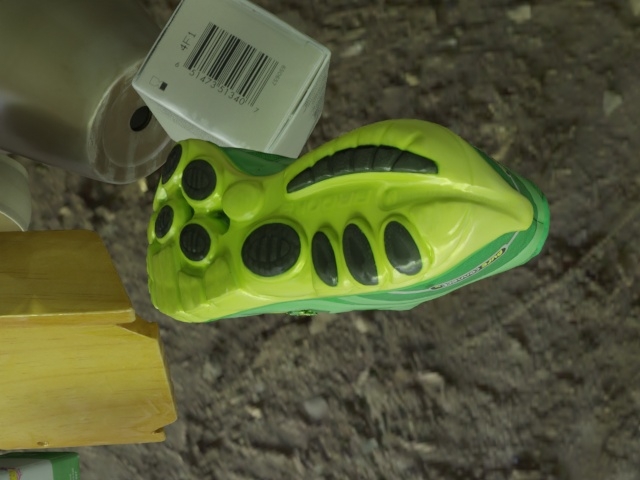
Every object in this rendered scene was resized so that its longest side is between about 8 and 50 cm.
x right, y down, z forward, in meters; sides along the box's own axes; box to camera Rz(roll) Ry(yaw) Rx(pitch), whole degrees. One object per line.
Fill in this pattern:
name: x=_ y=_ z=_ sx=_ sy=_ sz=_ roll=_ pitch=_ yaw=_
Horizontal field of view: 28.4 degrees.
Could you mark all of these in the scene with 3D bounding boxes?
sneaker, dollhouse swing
sneaker: x=0.000 y=0.000 z=0.698 sx=0.295 sy=0.123 sz=0.109 roll=1 pitch=80 yaw=51
dollhouse swing: x=-0.346 y=0.054 z=1.594 sx=0.315 sy=0.347 sz=0.305 roll=-3 pitch=56 yaw=-1

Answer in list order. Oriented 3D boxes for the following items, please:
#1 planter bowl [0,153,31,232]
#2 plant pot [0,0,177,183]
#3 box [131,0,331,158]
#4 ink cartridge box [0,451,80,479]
planter bowl: x=-0.538 y=-0.078 z=2.047 sx=0.162 sy=0.162 sz=0.109 roll=8 pitch=65 yaw=15
plant pot: x=-0.327 y=-0.219 z=1.684 sx=0.280 sy=0.323 sz=0.323 roll=35 pitch=69 yaw=29
box: x=-0.062 y=-0.109 z=0.980 sx=0.113 sy=0.275 sz=0.094 roll=31 pitch=87 yaw=-1
ink cartridge box: x=-0.308 y=0.281 z=1.132 sx=0.093 sy=0.212 sz=0.154 roll=-3 pitch=89 yaw=22
